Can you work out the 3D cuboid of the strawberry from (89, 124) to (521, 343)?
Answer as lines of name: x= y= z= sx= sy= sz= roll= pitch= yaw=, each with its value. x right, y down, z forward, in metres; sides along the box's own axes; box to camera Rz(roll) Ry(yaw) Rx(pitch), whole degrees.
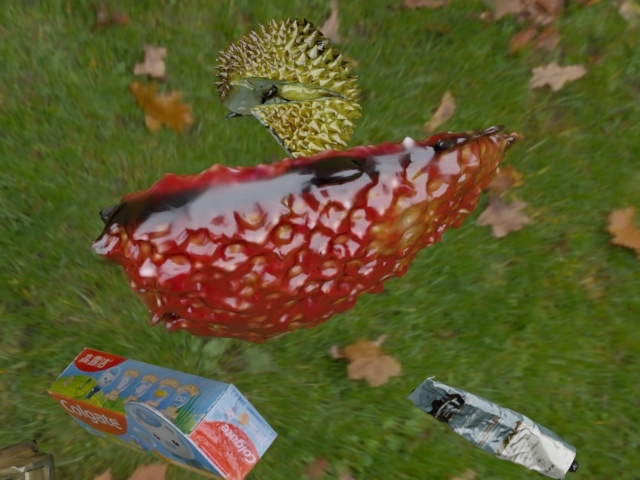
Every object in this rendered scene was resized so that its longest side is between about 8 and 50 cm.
strawberry: x=0.000 y=0.000 z=1.025 sx=0.306 sy=0.233 sz=0.138 roll=-9 pitch=89 yaw=12

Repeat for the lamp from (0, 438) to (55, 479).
lamp: x=-0.261 y=0.123 z=0.643 sx=0.325 sy=0.090 sz=0.089 roll=5 pitch=102 yaw=37

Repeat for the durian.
durian: x=-0.030 y=-0.168 z=1.608 sx=0.138 sy=0.237 sz=0.193 roll=-47 pitch=113 yaw=-7

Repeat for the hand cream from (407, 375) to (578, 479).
hand cream: x=0.237 y=0.248 z=1.877 sx=0.248 sy=0.052 sz=0.075 roll=29 pitch=126 yaw=-6

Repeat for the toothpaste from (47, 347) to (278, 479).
toothpaste: x=-0.111 y=0.101 z=0.887 sx=0.044 sy=0.193 sz=0.070 roll=-50 pitch=118 yaw=-22
